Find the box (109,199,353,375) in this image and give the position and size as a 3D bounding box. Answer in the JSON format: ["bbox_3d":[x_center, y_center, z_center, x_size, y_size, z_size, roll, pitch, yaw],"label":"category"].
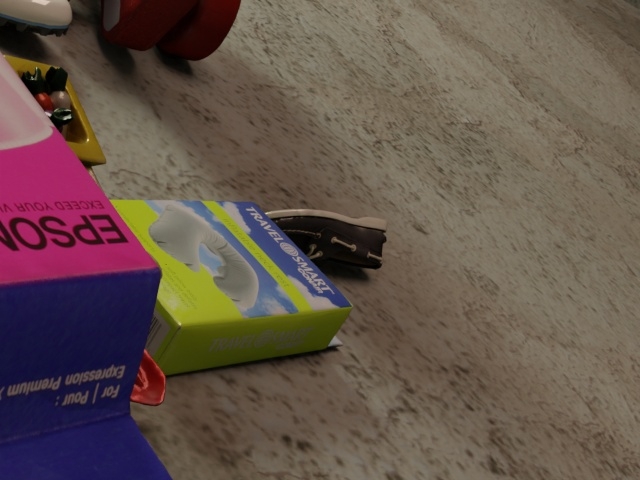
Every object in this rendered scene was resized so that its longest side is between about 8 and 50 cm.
[{"bbox_3d":[-0.061,0.024,0.770,0.109,0.042,0.178,46,27,26],"label":"box"}]

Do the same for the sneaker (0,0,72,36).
[{"bbox_3d":[-0.262,-0.236,0.959,0.237,0.086,0.085,45,27,24],"label":"sneaker"}]

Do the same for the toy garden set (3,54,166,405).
[{"bbox_3d":[-0.152,-0.020,0.580,0.204,0.049,0.244,9,39,-50],"label":"toy garden set"}]

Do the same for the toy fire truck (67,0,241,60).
[{"bbox_3d":[-0.109,-0.305,1.022,0.169,0.254,0.302,19,59,-33],"label":"toy fire truck"}]

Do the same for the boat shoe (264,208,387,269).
[{"bbox_3d":[0.000,0.000,0.901,0.046,0.038,0.125,-4,-7,41],"label":"boat shoe"}]

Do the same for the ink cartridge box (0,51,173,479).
[{"bbox_3d":[-0.183,-0.035,0.452,0.176,0.069,0.371,-6,53,-54],"label":"ink cartridge box"}]
